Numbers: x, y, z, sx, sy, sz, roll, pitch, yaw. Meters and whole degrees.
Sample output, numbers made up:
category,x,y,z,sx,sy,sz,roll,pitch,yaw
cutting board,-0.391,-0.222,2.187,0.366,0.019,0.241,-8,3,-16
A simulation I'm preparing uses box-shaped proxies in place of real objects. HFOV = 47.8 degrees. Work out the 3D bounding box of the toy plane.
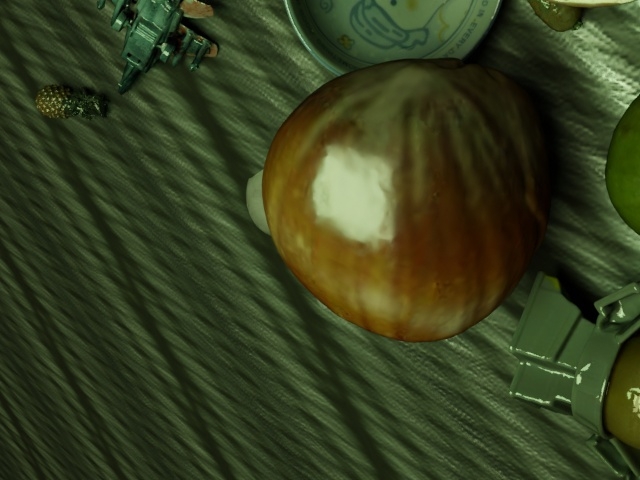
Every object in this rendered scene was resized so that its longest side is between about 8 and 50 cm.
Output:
category,x,y,z,sx,sy,sz,roll,pitch,yaw
toy plane,-0.304,-0.334,1.241,0.223,0.104,0.326,33,137,-14

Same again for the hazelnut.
category,x,y,z,sx,sy,sz,roll,pitch,yaw
hazelnut,0.110,-0.053,0.880,0.315,0.373,0.372,61,140,39

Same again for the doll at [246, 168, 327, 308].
category,x,y,z,sx,sy,sz,roll,pitch,yaw
doll,0.000,0.000,1.143,0.151,0.151,0.287,-29,98,42

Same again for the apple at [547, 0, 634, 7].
category,x,y,z,sx,sy,sz,roll,pitch,yaw
apple,0.290,-0.400,0.709,0.251,0.163,0.292,29,139,18

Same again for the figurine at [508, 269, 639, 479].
category,x,y,z,sx,sy,sz,roll,pitch,yaw
figurine,0.390,0.175,0.892,0.285,0.167,0.342,14,142,41

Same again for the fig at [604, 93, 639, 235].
category,x,y,z,sx,sy,sz,roll,pitch,yaw
fig,0.399,-0.075,0.736,0.203,0.225,0.202,3,104,13

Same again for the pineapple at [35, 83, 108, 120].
category,x,y,z,sx,sy,sz,roll,pitch,yaw
pineapple,-0.492,-0.272,1.443,0.160,0.074,0.074,10,116,25

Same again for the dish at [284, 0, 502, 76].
category,x,y,z,sx,sy,sz,roll,pitch,yaw
dish,0.084,-0.339,0.915,0.274,0.134,0.273,-2,111,-4

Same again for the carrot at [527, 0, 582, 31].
category,x,y,z,sx,sy,sz,roll,pitch,yaw
carrot,0.218,-0.340,0.832,0.254,0.049,0.049,48,133,-11
